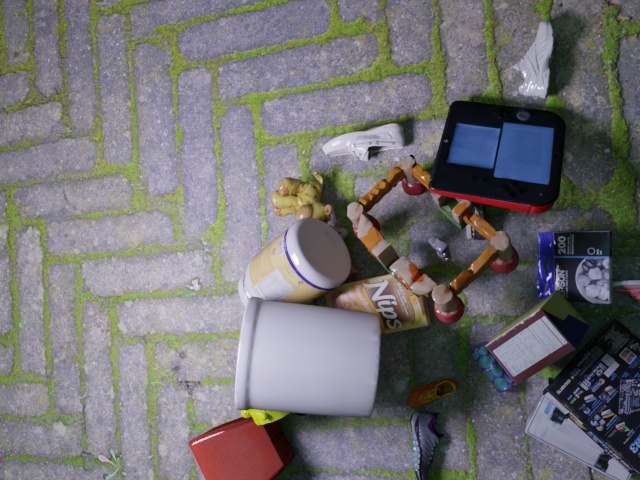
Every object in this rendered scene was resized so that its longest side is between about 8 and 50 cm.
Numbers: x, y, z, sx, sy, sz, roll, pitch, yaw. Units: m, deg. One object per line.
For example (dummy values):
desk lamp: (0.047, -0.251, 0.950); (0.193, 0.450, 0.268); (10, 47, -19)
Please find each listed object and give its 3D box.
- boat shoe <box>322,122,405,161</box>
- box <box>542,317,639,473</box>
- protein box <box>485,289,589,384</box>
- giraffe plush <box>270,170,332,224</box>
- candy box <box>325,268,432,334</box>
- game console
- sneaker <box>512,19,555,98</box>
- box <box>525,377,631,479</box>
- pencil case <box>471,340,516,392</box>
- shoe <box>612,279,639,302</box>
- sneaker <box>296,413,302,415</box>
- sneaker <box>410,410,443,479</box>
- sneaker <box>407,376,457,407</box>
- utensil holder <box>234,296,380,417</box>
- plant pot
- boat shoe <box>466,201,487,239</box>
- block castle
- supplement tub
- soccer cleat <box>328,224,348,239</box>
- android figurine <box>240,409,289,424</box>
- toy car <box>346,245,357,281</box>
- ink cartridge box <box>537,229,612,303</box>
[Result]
boat shoe: (0.140, -0.306, 1.882); (0.277, 0.098, 0.096); (-12, 83, 18)
box: (0.821, 0.416, 1.563); (0.295, 0.073, 0.293); (-43, 70, -10)
protein box: (0.611, 0.270, 1.613); (0.136, 0.200, 0.201); (53, 124, 14)
giraffe plush: (-0.042, -0.106, 1.892); (0.210, 0.181, 0.170); (-19, 58, -10)
candy box: (0.183, 0.211, 1.857); (0.316, 0.087, 0.183); (-14, 84, 20)
game console: (0.512, -0.253, 1.644); (0.342, 0.060, 0.387); (14, 55, 11)
sneaker: (0.636, -0.543, 1.716); (0.115, 0.090, 0.232); (7, 90, 23)
box: (0.757, 0.538, 1.640); (0.290, 0.087, 0.169); (26, 97, 19)
pencil case: (0.524, 0.383, 1.741); (0.152, 0.064, 0.070); (55, 130, 12)
shoe: (0.895, 0.152, 1.613); (0.178, 0.063, 0.081); (-4, 84, 17)
sneaker: (0.027, 0.485, 1.886); (0.283, 0.124, 0.107); (-45, 76, 13)
sneaker: (0.339, 0.649, 1.794); (0.098, 0.083, 0.224); (-6, 86, 15)
sneaker: (0.345, 0.477, 1.803); (0.175, 0.067, 0.064); (-33, 80, 18)
utensil holder: (-0.034, 0.345, 1.680); (0.385, 0.327, 0.328); (5, 90, 1)
plant pot: (-0.240, 0.714, 1.922); (0.235, 0.267, 0.267); (-30, 78, 3)
boat shoe: (0.488, -0.115, 1.763); (0.068, 0.081, 0.228); (3, 97, 18)
block castle: (0.317, -0.004, 1.687); (0.303, 0.213, 0.453); (-43, 61, -1)
supplement tub: (-0.091, 0.103, 1.842); (0.331, 0.241, 0.241); (-38, 76, 38)
soccer cleat: (0.000, 0.000, 1.949); (0.196, 0.068, 0.076); (-11, 125, 8)
android figurine: (-0.140, 0.510, 1.861); (0.248, 0.273, 0.056); (-25, 95, 5)
toy car: (0.078, 0.074, 1.924); (0.060, 0.040, 0.122); (-25, 81, 18)
ink cartridge box: (0.727, 0.075, 1.659); (0.208, 0.045, 0.206); (-1, 88, 37)
